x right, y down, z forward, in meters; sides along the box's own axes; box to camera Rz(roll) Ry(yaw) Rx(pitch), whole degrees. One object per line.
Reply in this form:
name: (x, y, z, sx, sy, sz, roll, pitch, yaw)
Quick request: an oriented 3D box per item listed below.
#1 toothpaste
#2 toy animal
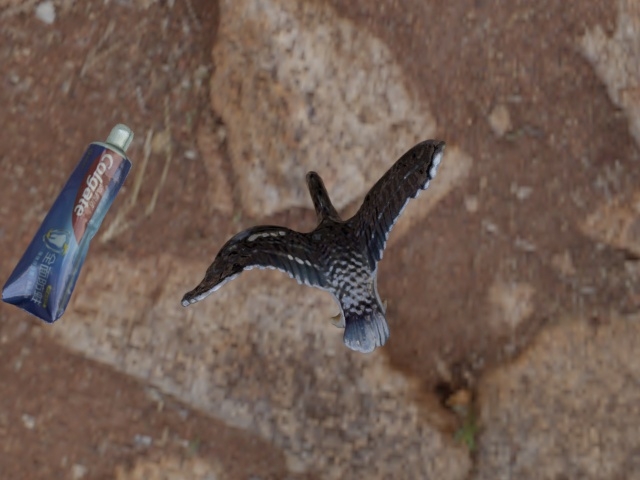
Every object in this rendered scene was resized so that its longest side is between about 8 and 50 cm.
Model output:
toothpaste: (-0.092, -0.008, 0.583, 0.027, 0.083, 0.019, 19, 160, 19)
toy animal: (0.005, 0.011, 1.452, 0.272, 0.197, 0.160, -22, 108, 2)
